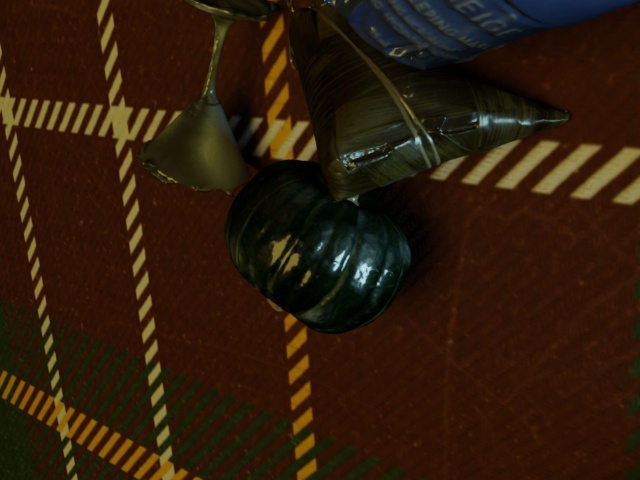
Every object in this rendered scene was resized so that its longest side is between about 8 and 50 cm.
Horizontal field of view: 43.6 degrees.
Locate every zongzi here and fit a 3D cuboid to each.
[{"bbox_3d":[0.096,-0.178,0.823,0.111,0.241,0.247,75,180,-62],"label":"zongzi"}]

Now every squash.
[{"bbox_3d":[-0.002,0.004,0.893,0.218,0.172,0.218,45,176,4],"label":"squash"}]

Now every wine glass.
[{"bbox_3d":[-0.137,-0.193,1.000,0.156,0.156,0.232,35,123,30],"label":"wine glass"}]

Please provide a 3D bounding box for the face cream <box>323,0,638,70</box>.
[{"bbox_3d":[0.134,-0.277,0.627,0.225,0.249,0.249,-11,97,49],"label":"face cream"}]
